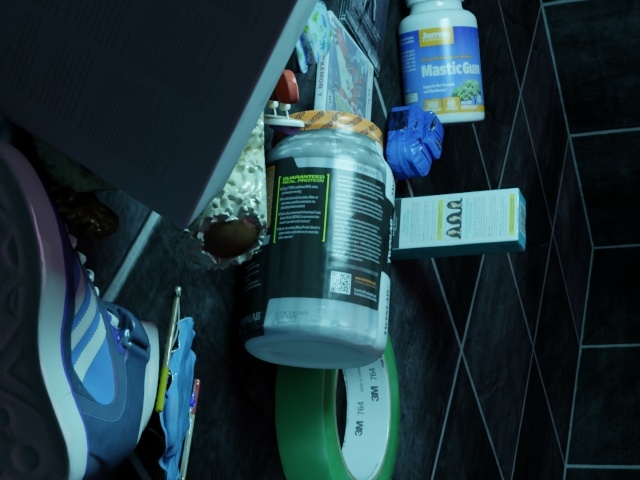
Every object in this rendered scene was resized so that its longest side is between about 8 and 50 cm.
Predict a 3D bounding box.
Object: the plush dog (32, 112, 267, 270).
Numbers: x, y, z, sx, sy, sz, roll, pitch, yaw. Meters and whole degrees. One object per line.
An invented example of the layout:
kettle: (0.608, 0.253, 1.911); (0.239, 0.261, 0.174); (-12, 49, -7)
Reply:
plush dog: (-0.168, -0.117, 1.097); (0.210, 0.225, 0.262); (-102, -169, -66)

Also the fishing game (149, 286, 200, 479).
fishing game: (-0.162, 0.175, 1.215); (0.264, 0.041, 0.189); (93, 2, -64)

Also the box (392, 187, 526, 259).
box: (0.237, -0.027, 2.004); (0.060, 0.244, 0.100); (45, 46, -58)

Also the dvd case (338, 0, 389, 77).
dvd case: (0.081, -0.425, 1.996); (0.164, 0.018, 0.221); (51, 42, -52)

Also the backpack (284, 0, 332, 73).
backpack: (-0.030, -0.301, 1.626); (0.114, 0.084, 0.105); (-67, 148, -52)

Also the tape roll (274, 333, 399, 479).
tape roll: (0.032, 0.246, 1.687); (0.321, 0.077, 0.321); (-5, 90, -67)

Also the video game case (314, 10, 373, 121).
video game case: (0.042, -0.250, 1.865); (0.201, 0.023, 0.183); (39, 51, -60)

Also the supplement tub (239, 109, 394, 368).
supplement tub: (0.000, 0.000, 1.503); (0.193, 0.193, 0.316); (40, 51, -60)

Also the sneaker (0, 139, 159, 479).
sneaker: (-0.241, 0.061, 1.032); (0.236, 0.130, 0.323); (-33, 112, -75)

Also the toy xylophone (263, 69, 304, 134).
toy xylophone: (-0.085, -0.277, 1.383); (0.236, 0.081, 0.322); (-132, -147, -67)

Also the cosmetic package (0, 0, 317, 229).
cosmetic package: (-0.139, -0.236, 0.877); (0.377, 0.284, 0.097); (-59, 178, 32)

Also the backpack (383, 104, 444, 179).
backpack: (0.168, -0.176, 2.058); (0.098, 0.101, 0.120); (49, 46, -45)

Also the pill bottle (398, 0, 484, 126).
pill bottle: (0.228, -0.355, 2.162); (0.152, 0.152, 0.272); (-13, 98, -67)
